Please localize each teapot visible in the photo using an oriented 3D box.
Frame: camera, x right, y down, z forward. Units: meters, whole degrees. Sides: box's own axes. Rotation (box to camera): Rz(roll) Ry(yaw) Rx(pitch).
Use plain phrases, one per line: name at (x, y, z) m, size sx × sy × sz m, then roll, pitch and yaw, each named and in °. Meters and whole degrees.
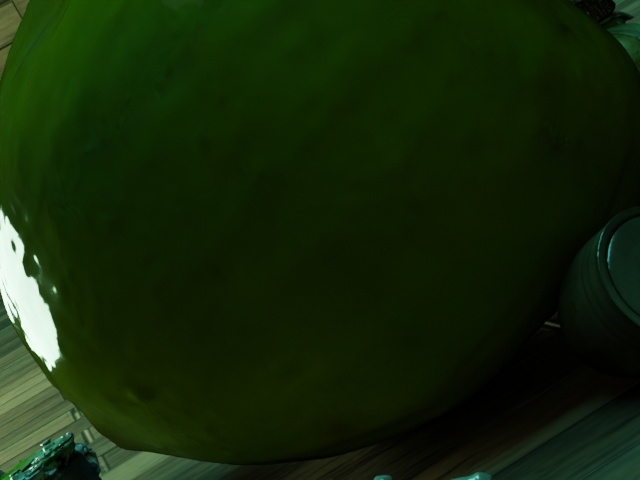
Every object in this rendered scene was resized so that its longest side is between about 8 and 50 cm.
teapot at (0.163, 0.031, 0.710) m, size 0.110 × 0.085 × 0.080 m, roll -3°, pitch -27°, yaw -22°

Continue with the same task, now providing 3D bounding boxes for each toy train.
toy train at (-0.193, 0.180, 0.945) m, size 0.081 × 0.060 × 0.202 m, roll -33°, pitch 6°, yaw 26°

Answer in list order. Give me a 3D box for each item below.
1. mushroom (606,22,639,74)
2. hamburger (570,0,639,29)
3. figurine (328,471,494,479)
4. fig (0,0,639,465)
mushroom at (0.227, -0.125, 1.282) m, size 0.107 × 0.087 × 0.333 m, roll -23°, pitch 6°, yaw 15°
hamburger at (0.221, -0.198, 1.551) m, size 0.175 × 0.137 × 0.175 m, roll -25°, pitch 8°, yaw 4°
figurine at (0.021, 0.119, 0.652) m, size 0.109 × 0.047 × 0.064 m, roll -22°, pitch 32°, yaw 3°
fig at (-0.018, -0.035, 0.829) m, size 0.343 × 0.343 × 0.343 m, roll -28°, pitch 8°, yaw 5°
